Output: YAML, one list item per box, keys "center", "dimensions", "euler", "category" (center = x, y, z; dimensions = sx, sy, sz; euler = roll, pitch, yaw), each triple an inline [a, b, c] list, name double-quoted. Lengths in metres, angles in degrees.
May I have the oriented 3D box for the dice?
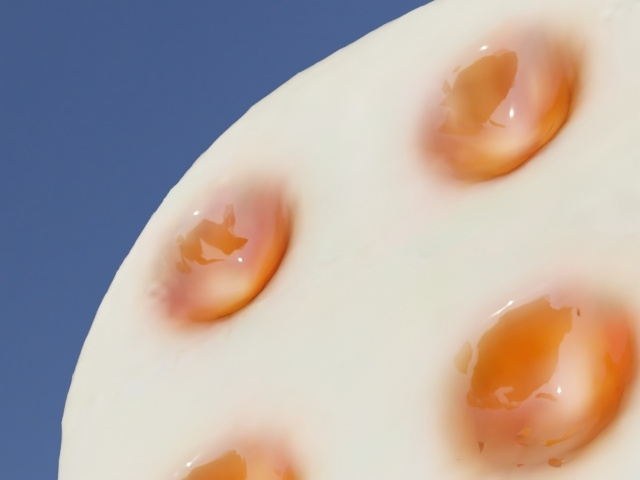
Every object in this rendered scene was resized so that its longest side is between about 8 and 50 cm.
- center: [0.071, 0.086, 0.563]
  dimensions: [0.259, 0.251, 0.243]
  euler: [-25, -45, 23]
  category: "dice"
